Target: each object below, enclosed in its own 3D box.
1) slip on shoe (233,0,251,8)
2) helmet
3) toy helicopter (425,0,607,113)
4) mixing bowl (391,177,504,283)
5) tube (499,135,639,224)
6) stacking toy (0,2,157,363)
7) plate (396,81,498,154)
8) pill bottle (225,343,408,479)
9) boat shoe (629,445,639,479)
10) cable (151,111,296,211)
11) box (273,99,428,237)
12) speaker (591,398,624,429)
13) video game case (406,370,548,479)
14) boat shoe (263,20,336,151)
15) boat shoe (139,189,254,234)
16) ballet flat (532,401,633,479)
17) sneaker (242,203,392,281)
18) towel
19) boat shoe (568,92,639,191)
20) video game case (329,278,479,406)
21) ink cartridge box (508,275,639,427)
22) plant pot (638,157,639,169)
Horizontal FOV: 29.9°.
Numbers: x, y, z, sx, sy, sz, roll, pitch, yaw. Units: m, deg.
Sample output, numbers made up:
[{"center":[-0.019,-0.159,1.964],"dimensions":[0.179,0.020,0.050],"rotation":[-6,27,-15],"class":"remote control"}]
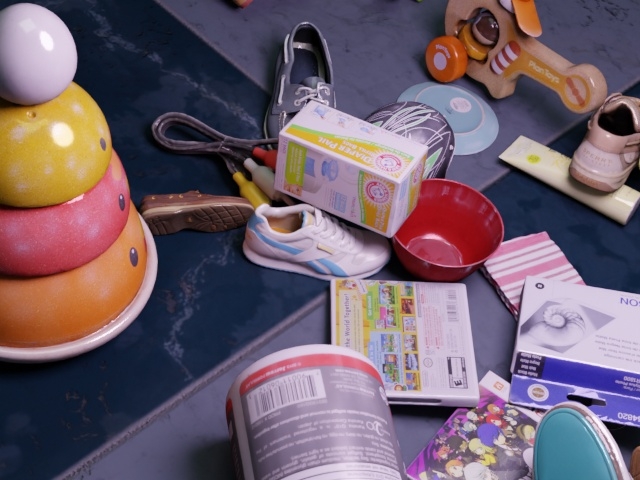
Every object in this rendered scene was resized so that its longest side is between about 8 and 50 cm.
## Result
[{"center":[-0.049,-0.513,2.267],"dimensions":[0.331,0.123,0.101],"rotation":[-24,90,-35],"class":"slip on shoe"},{"center":[0.129,-0.143,1.929],"dimensions":[0.169,0.161,0.169],"rotation":[6,48,-7],"class":"helmet"},{"center":[0.354,-0.339,2.066],"dimensions":[0.140,0.235,0.355],"rotation":[-20,46,-38],"class":"toy helicopter"},{"center":[0.183,0.001,1.856],"dimensions":[0.181,0.098,0.181],"rotation":[6,49,-6],"class":"mixing bowl"},{"center":[0.425,-0.107,2.036],"dimensions":[0.240,0.070,0.062],"rotation":[30,90,19],"class":"tube"},{"center":[-0.378,-0.098,1.563],"dimensions":[0.350,0.480,0.350],"rotation":[6,49,-7],"class":"stacking toy"},{"center":[0.226,-0.224,2.116],"dimensions":[0.188,0.024,0.188],"rotation":[6,48,-6],"class":"plate"},{"center":[0.009,0.327,1.457],"dimensions":[0.210,0.210,0.363],"rotation":[-2,50,-14],"class":"pill bottle"},{"center":[0.471,0.361,1.632],"dimensions":[0.059,0.063,0.170],"rotation":[-1,59,-17],"class":"boat shoe"},{"center":[-0.137,-0.146,1.916],"dimensions":[0.287,0.072,0.139],"rotation":[35,84,13],"class":"cable"},{"center":[0.045,-0.108,1.788],"dimensions":[0.203,0.114,0.103],"rotation":[24,45,16],"class":"box"},{"center":[0.428,0.209,1.757],"dimensions":[0.055,0.055,0.136],"rotation":[17,47,2],"class":"speaker"},{"center":[0.255,0.313,1.635],"dimensions":[0.210,0.042,0.232],"rotation":[34,51,19],"class":"video game case"},{"center":[-0.031,-0.243,2.024],"dimensions":[0.116,0.099,0.319],"rotation":[7,49,-9],"class":"boat shoe"},{"center":[-0.191,-0.052,1.844],"dimensions":[0.178,0.064,0.060],"rotation":[-4,52,-12],"class":"boat shoe"},{"center":[0.377,0.401,1.516],"dimensions":[0.139,0.139,0.400],"rotation":[-7,63,-18],"class":"ballet flat"},{"center":[0.000,0.000,1.822],"dimensions":[0.228,0.092,0.087],"rotation":[6,47,-9],"class":"sneaker"},{"center":[0.345,0.076,1.877],"dimensions":[0.144,0.029,0.197],"rotation":[-16,57,-25],"class":"towel"},{"center":[0.523,-0.192,2.056],"dimensions":[0.121,0.110,0.341],"rotation":[23,31,13],"class":"boat shoe"},{"center":[0.117,0.145,1.739],"dimensions":[0.206,0.026,0.227],"rotation":[2,44,-2],"class":"video game case"},{"center":[0.392,0.157,1.732],"dimensions":[0.223,0.045,0.224],"rotation":[9,45,6],"class":"ink cartridge box"},{"center":[0.673,-0.163,1.975],"dimensions":[0.254,0.276,0.276],"rotation":[-32,62,-27],"class":"plant pot"}]
